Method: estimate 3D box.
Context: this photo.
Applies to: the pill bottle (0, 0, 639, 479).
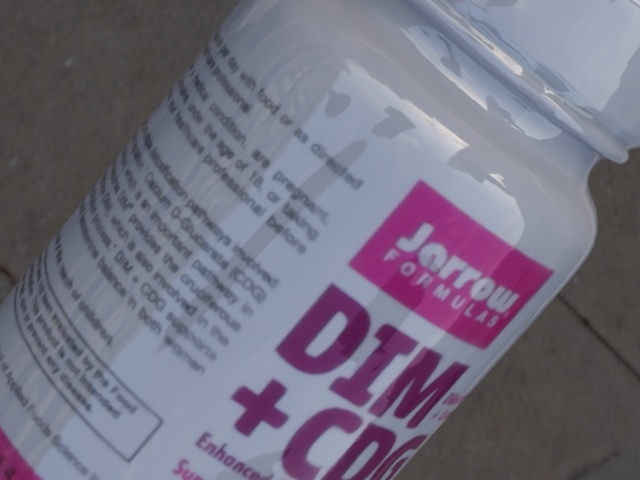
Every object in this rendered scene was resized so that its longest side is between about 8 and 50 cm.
[{"bbox_3d":[0.000,0.000,0.542,0.160,0.160,0.283,37,103,-12],"label":"pill bottle"}]
